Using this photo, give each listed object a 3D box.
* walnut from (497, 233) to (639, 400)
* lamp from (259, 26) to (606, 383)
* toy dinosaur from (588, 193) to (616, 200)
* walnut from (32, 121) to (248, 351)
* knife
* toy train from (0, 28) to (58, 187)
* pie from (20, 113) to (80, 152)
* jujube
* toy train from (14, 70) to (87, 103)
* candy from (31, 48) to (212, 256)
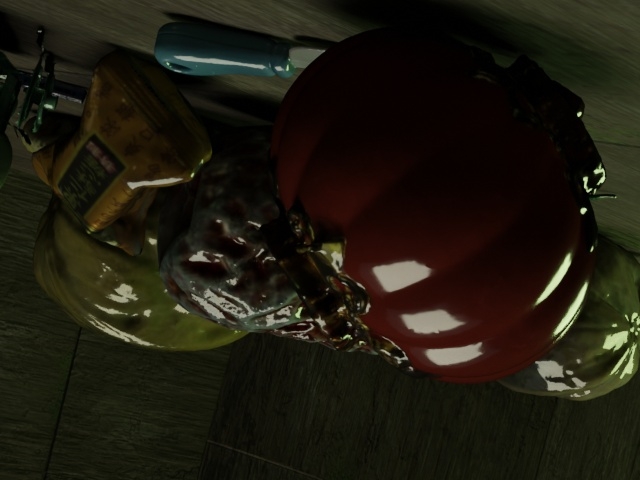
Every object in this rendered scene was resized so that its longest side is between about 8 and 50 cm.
[{"bbox_3d":[0.261,0.079,1.899,0.224,0.224,0.224,15,177,1],"label":"walnut"},{"bbox_3d":[0.072,-0.025,1.012,0.227,0.227,0.227,15,177,1],"label":"lamp"},{"bbox_3d":[0.216,-0.043,1.555,0.120,0.029,0.060,8,156,47],"label":"toy dinosaur"},{"bbox_3d":[-0.162,-0.010,1.823,0.277,0.282,0.253,9,-143,-16],"label":"walnut"},{"bbox_3d":[-0.005,-0.124,1.169,0.244,0.032,0.058,9,166,22],"label":"knife"},{"bbox_3d":[-0.310,-0.097,1.522,0.126,0.189,0.307,9,-179,-7],"label":"toy train"},{"bbox_3d":[-0.241,-0.093,2.264,0.337,0.075,0.337,18,176,1],"label":"pie"},{"bbox_3d":[0.000,0.000,1.615,0.317,0.226,0.226,14,177,-30],"label":"jujube"},{"bbox_3d":[-0.291,-0.164,1.804,0.083,0.017,0.017,15,176,2],"label":"toy train"},{"bbox_3d":[-0.185,-0.067,1.540,0.143,0.101,0.271,49,150,-2],"label":"candy"}]
